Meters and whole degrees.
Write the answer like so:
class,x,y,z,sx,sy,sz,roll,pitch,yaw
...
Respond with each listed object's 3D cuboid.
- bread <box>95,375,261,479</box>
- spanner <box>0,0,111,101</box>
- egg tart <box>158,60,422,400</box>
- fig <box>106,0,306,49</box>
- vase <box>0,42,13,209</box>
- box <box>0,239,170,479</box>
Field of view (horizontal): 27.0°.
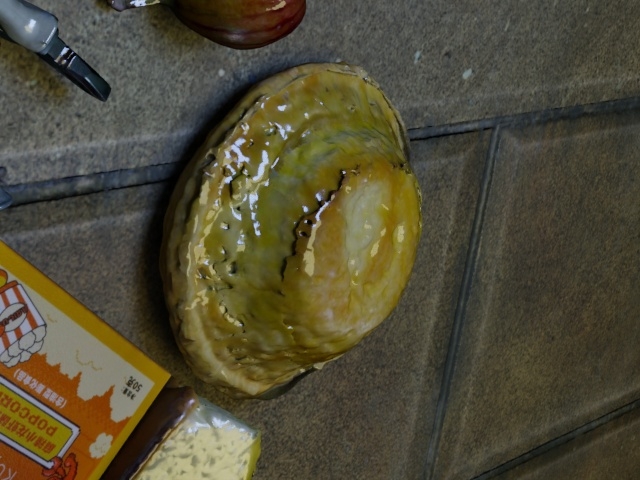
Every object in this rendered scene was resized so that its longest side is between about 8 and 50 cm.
class,x,y,z,sx,sy,sz,roll,pitch,yaw
bread,-0.233,0.281,1.385,0.143,0.333,0.323,36,79,-22
spanner,-0.297,-0.216,1.232,0.040,0.096,0.325,-59,142,-8
egg tart,0.000,0.000,1.637,0.443,0.178,0.443,-26,126,-41
fig,-0.095,-0.268,1.419,0.202,0.148,0.149,-34,104,14
vase,-0.330,-0.109,1.282,0.059,0.059,0.167,-24,127,-41
box,-0.344,0.101,1.215,0.214,0.259,0.283,-55,141,-10
